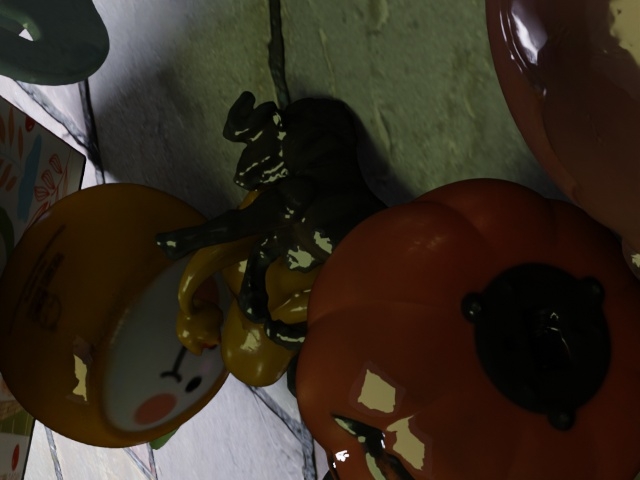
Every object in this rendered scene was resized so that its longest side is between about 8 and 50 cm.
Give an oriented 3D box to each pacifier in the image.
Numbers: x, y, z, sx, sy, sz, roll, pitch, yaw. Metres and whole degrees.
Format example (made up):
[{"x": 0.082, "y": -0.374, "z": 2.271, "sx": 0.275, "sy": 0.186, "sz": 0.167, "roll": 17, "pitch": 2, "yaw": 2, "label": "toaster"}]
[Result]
[{"x": -0.217, "y": -0.251, "z": 1.015, "sx": 0.226, "sy": 0.238, "sz": 0.287, "roll": -39, "pitch": 40, "yaw": 26, "label": "pacifier"}]

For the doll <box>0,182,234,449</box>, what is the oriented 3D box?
[{"x": -0.147, "y": 0.067, "z": 1.208, "sx": 0.213, "sy": 0.213, "sz": 0.236, "roll": 43, "pitch": -172, "yaw": 36, "label": "doll"}]

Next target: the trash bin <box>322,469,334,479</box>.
[{"x": 0.098, "y": 0.211, "z": 0.876, "sx": 0.236, "sy": 0.101, "sz": 0.176, "roll": 54, "pitch": -163, "yaw": 11, "label": "trash bin"}]

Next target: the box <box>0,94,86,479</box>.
[{"x": -0.325, "y": 0.055, "z": 1.206, "sx": 0.385, "sy": 0.122, "sz": 0.345, "roll": 54, "pitch": -134, "yaw": -81, "label": "box"}]

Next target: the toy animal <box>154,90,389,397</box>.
[{"x": 0.000, "y": 0.000, "z": 0.921, "sx": 0.232, "sy": 0.148, "sz": 0.084, "roll": 44, "pitch": -173, "yaw": 31, "label": "toy animal"}]

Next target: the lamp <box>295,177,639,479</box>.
[{"x": 0.077, "y": 0.065, "z": 0.759, "sx": 0.188, "sy": 0.187, "sz": 0.164, "roll": 61, "pitch": 157, "yaw": 5, "label": "lamp"}]

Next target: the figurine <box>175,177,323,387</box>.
[{"x": -0.052, "y": 0.046, "z": 1.055, "sx": 0.121, "sy": 0.122, "sz": 0.176, "roll": 43, "pitch": 148, "yaw": 31, "label": "figurine"}]

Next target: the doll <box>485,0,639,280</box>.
[{"x": 0.131, "y": -0.089, "z": 0.612, "sx": 0.211, "sy": 0.093, "sz": 0.262, "roll": 28, "pitch": 138, "yaw": 56, "label": "doll"}]
